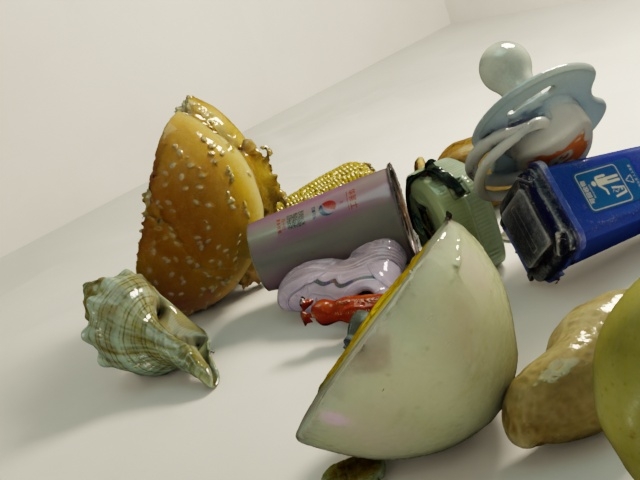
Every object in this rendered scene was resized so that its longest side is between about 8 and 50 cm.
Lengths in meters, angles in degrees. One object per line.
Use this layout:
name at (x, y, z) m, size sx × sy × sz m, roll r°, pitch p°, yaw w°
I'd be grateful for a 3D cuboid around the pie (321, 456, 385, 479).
pie at (0.041, 0.290, 1.217) m, size 0.084 × 0.019 × 0.084 m, roll -19°, pitch 18°, yaw 6°

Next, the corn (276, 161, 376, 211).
corn at (-0.007, -0.089, 2.223) m, size 0.305 × 0.106 × 0.106 m, roll -27°, pitch 19°, yaw -16°

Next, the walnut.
walnut at (0.304, -0.130, 1.931) m, size 0.184 × 0.155 × 0.155 m, roll -14°, pitch 19°, yaw 21°

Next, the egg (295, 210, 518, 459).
egg at (0.135, 0.150, 1.194) m, size 0.337 × 0.201 × 0.337 m, roll -56°, pitch -6°, yaw -8°

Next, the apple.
apple at (0.390, 0.139, 0.917) m, size 0.262 × 0.262 × 0.262 m, roll -19°, pitch 18°, yaw 7°

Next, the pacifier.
pacifier at (0.317, -0.214, 1.557) m, size 0.244 × 0.233 × 0.299 m, roll -28°, pitch -25°, yaw 13°

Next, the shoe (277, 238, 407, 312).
shoe at (0.035, 0.092, 1.689) m, size 0.245 × 0.095 × 0.137 m, roll -20°, pitch 34°, yaw 20°

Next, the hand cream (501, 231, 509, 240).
hand cream at (0.398, -0.051, 1.767) m, size 0.174 × 0.047 × 0.076 m, roll -39°, pitch 24°, yaw -22°

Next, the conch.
conch at (-0.311, 0.176, 1.754) m, size 0.386 × 0.169 × 0.203 m, roll 44°, pitch 29°, yaw 28°

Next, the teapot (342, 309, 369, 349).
teapot at (0.064, 0.150, 1.542) m, size 0.057 × 0.066 × 0.088 m, roll -50°, pitch 7°, yaw -24°

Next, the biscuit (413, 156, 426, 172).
biscuit at (0.208, -0.092, 1.971) m, size 0.029 × 0.118 × 0.247 m, roll -7°, pitch 20°, yaw 5°

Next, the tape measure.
tape measure at (0.212, -0.049, 1.709) m, size 0.115 × 0.207 × 0.235 m, roll -27°, pitch 21°, yaw -8°

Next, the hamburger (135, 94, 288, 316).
hamburger at (-0.210, -0.043, 1.952) m, size 0.287 × 0.445 × 0.268 m, roll 10°, pitch 19°, yaw 1°

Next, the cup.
cup at (0.022, -0.010, 1.803) m, size 0.289 × 0.203 × 0.203 m, roll -17°, pitch 19°, yaw 9°

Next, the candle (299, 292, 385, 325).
candle at (0.122, 0.107, 1.565) m, size 0.329 × 0.051 × 0.048 m, roll -5°, pitch 41°, yaw 22°

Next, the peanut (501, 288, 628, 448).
peanut at (0.314, 0.154, 1.150) m, size 0.253 × 0.122 × 0.137 m, roll -39°, pitch 15°, yaw -32°

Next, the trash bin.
trash bin at (0.412, -0.046, 1.521) m, size 0.235 × 0.162 × 0.184 m, roll -19°, pitch -20°, yaw -16°
